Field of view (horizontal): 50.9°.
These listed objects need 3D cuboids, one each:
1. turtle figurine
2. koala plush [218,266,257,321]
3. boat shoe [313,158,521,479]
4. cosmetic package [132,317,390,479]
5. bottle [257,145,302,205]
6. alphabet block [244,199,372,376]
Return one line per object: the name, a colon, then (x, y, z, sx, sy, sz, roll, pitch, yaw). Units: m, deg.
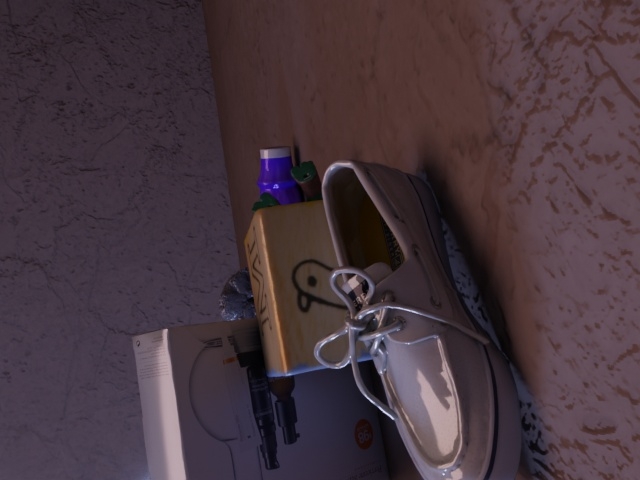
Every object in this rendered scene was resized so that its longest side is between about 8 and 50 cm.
turtle figurine: (0.000, 0.000, 1.050, 0.118, 0.175, 0.234, 13, 146, 43)
koala plush: (-0.138, 0.163, 1.668, 0.221, 0.203, 0.196, 82, 177, -73)
boat shoe: (0.065, 0.063, 0.640, 0.136, 0.156, 0.367, -38, 50, 37)
cosmetic package: (-0.069, 0.253, 0.973, 0.097, 0.377, 0.284, -15, 80, 42)
bottle: (-0.084, -0.059, 1.450, 0.118, 0.092, 0.283, -139, 42, -73)
alphabet block: (0.013, 0.062, 0.869, 0.193, 0.192, 0.197, 136, 124, -73)
